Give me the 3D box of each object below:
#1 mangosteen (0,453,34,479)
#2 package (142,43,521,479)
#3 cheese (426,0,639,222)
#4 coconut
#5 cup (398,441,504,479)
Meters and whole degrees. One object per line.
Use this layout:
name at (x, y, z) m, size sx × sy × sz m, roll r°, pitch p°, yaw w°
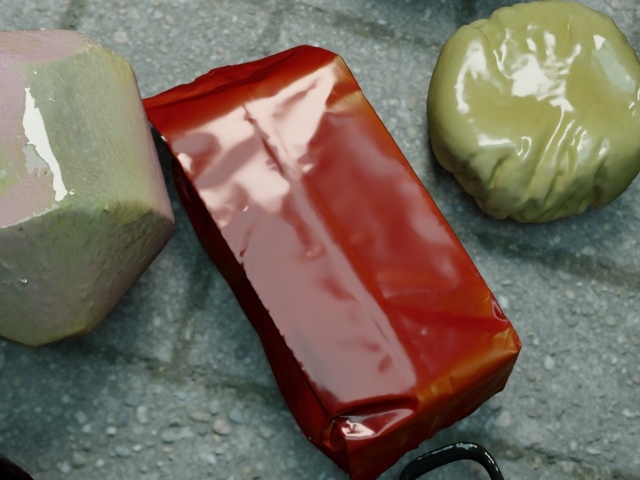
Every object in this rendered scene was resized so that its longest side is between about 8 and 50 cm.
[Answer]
mangosteen at (-0.315, 0.285, 0.517) m, size 0.307 × 0.307 × 0.346 m, roll 9°, pitch 58°, yaw -5°
package at (0.000, 0.001, 0.743) m, size 0.196 × 0.123 × 0.423 m, roll -27°, pitch 81°, yaw -17°
cheese at (0.213, -0.131, 0.820) m, size 0.214 × 0.117 × 0.226 m, roll -10°, pitch 70°, yaw -7°
coconut at (-0.238, -0.033, 0.661) m, size 0.233 × 0.233 × 0.245 m, roll -13°, pitch 72°, yaw -11°
cup at (0.113, 0.275, 0.672) m, size 0.177 × 0.169 × 0.223 m, roll -8°, pitch 46°, yaw -3°
